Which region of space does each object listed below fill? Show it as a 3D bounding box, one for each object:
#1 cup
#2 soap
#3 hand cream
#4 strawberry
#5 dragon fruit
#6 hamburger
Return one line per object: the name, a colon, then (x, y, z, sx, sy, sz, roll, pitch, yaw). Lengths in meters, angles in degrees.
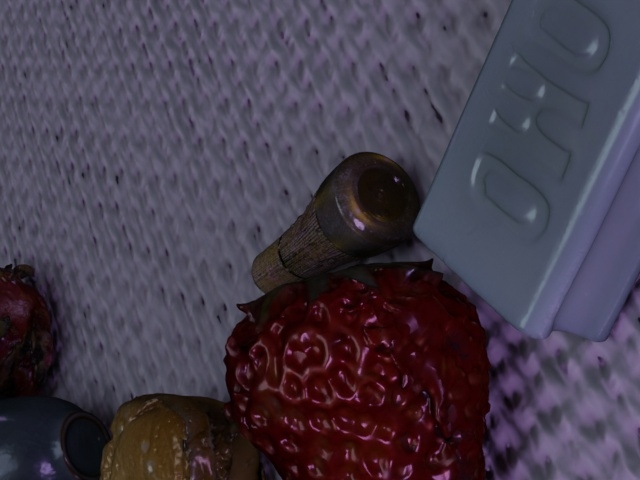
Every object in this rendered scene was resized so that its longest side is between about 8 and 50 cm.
cup: (-0.306, 0.244, 1.539, 0.150, 0.199, 0.199, -21, 66, 31)
soap: (0.179, -0.083, 0.972, 0.160, 0.087, 0.265, 47, 122, 47)
hand cream: (0.000, 0.000, 1.219, 0.203, 0.084, 0.084, -36, 56, 51)
strawberry: (0.041, 0.139, 1.058, 0.205, 0.205, 0.244, -20, 84, 51)
dragon fruit: (-0.414, 0.130, 1.728, 0.282, 0.147, 0.211, -33, 68, 50)
hamburger: (-0.140, 0.249, 1.343, 0.214, 0.108, 0.214, -9, 79, 52)
